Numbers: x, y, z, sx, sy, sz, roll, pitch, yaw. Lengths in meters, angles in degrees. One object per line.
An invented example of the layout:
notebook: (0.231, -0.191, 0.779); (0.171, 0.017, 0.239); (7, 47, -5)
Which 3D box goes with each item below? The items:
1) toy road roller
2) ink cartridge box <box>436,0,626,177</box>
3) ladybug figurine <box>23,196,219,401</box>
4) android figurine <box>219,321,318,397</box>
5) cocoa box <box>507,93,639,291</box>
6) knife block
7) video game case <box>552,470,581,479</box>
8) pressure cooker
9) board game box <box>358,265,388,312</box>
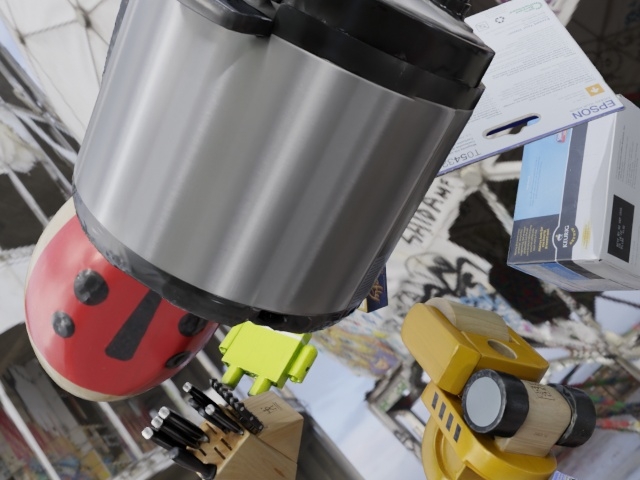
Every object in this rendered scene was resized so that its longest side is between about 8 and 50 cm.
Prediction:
toy road roller: (0.251, 0.272, 1.103); (0.203, 0.329, 0.240); (16, -69, -28)
ink cartridge box: (0.275, -0.250, 1.125); (0.324, 0.330, 0.071); (-19, -37, 5)
ladybug figurine: (-0.277, 0.081, 1.001); (0.305, 0.162, 0.449); (20, -63, -23)
android figurine: (-0.125, 0.258, 1.639); (0.273, 0.248, 0.056); (-59, -32, -30)
cocoa box: (0.572, -0.083, 1.412); (0.231, 0.228, 0.347); (20, -105, -31)
knife block: (-0.149, 0.333, 1.010); (0.242, 0.088, 0.275); (-10, -62, -39)
video game case: (0.547, 0.570, 1.285); (0.269, 0.244, 0.061); (-19, -57, -60)
pressure cooker: (-0.027, -0.162, 0.708); (0.376, 0.370, 0.420); (17, -65, -24)
board game box: (0.000, 0.000, 1.004); (0.042, 0.243, 0.165); (-16, -71, -35)
